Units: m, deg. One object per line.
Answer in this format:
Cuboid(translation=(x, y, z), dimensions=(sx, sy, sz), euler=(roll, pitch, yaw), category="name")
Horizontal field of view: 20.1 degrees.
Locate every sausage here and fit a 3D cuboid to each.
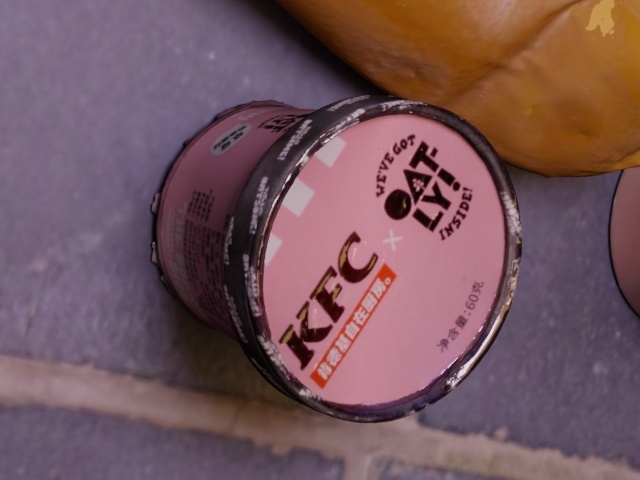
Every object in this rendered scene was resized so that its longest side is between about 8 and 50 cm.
Cuboid(translation=(0.057, -0.137, 0.896), dimensions=(0.134, 0.116, 0.354), euler=(-39, 131, 18), category="sausage")

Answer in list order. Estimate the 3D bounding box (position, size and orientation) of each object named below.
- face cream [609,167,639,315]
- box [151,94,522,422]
Cuboid(translation=(0.261, -0.006, 1.079), dimensions=(0.149, 0.104, 0.149), euler=(-8, 105, -34), category="face cream")
Cuboid(translation=(0.000, 0.000, 0.877), dimensions=(0.151, 0.135, 0.151), euler=(-7, 103, -31), category="box")
